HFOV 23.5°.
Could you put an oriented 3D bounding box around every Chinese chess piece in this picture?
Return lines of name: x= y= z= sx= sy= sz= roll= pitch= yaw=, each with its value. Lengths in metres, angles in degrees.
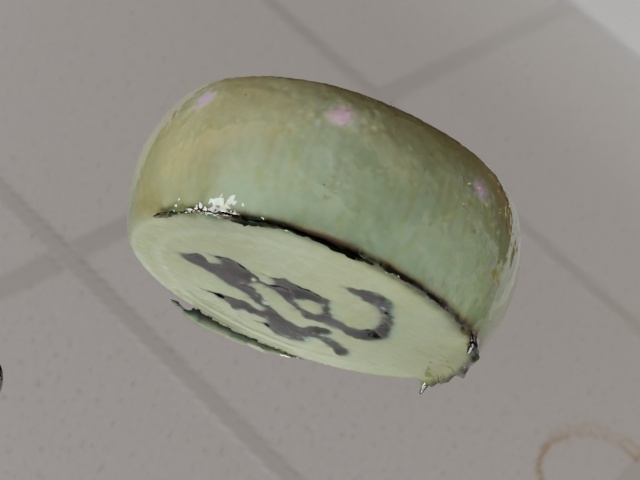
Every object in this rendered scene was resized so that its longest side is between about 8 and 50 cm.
Chinese chess piece: x=0.000 y=0.000 z=1.348 sx=0.349 sy=0.349 sz=0.146 roll=23 pitch=-112 yaw=-7

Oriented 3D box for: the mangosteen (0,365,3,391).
mangosteen: x=-0.211 y=0.090 z=0.759 sx=0.140 sy=0.140 sz=0.140 roll=16 pitch=-137 yaw=-15
